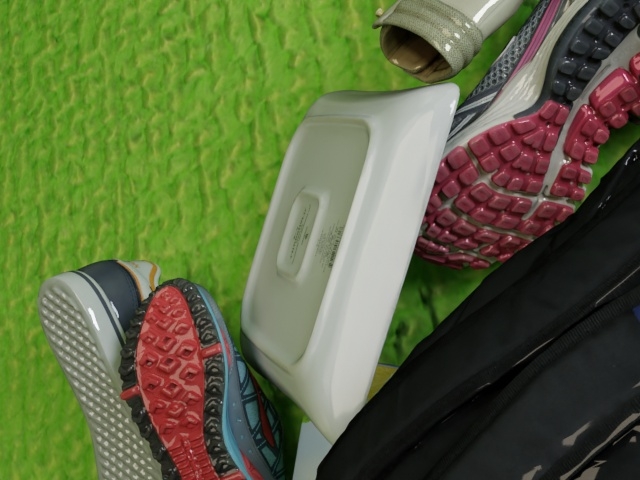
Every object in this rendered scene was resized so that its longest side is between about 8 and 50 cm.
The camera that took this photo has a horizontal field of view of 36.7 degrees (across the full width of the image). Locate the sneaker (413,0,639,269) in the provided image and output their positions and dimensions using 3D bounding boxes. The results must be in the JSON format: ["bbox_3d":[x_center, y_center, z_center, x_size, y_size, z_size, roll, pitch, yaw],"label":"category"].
[{"bbox_3d":[0.168,-0.096,0.739,0.299,0.120,0.112,-47,26,23],"label":"sneaker"}]

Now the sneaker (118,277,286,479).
[{"bbox_3d":[-0.094,0.161,0.855,0.104,0.125,0.262,-17,85,18],"label":"sneaker"}]

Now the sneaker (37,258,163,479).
[{"bbox_3d":[-0.153,0.168,0.931,0.126,0.127,0.321,-13,96,42],"label":"sneaker"}]

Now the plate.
[{"bbox_3d":[0.000,0.000,0.801,0.278,0.045,0.277,20,93,70],"label":"plate"}]

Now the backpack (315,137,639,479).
[{"bbox_3d":[0.157,0.129,0.528,0.355,0.273,0.290,-32,35,6],"label":"backpack"}]

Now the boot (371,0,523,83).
[{"bbox_3d":[0.105,-0.206,0.760,0.165,0.077,0.213,-46,26,0],"label":"boot"}]

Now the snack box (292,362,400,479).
[{"bbox_3d":[0.077,0.190,0.761,0.207,0.070,0.175,6,83,41],"label":"snack box"}]
